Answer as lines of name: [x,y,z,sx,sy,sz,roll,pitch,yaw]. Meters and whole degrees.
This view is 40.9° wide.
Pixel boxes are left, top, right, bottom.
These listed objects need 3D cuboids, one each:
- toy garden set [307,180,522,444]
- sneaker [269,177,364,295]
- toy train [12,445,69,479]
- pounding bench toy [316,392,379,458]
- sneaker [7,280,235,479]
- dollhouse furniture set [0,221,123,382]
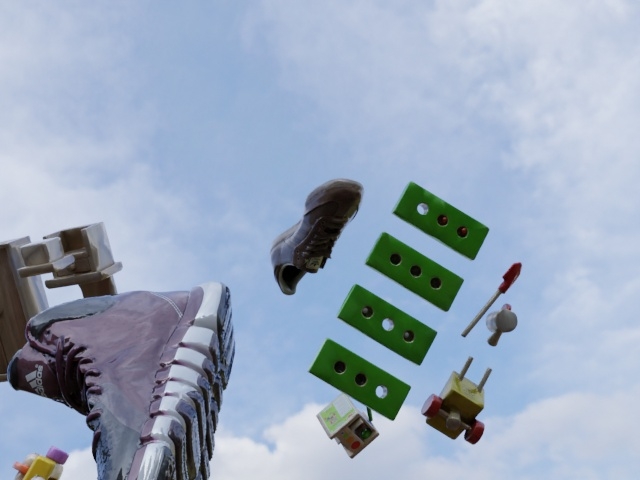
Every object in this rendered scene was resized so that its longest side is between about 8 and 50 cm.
toy garden set: [0.126,0.091,0.970,0.203,0.244,0.049,31,-14,-5]
sneaker: [0.000,0.000,1.020,0.066,0.071,0.188,7,-33,-27]
toy train: [-0.274,0.244,0.750,0.046,0.125,0.166,26,-46,3]
pounding bench toy: [0.051,0.245,1.174,0.083,0.052,0.065,-41,-56,0]
sneaker: [-0.159,0.126,0.617,0.162,0.281,0.107,2,-63,3]
dollhouse furniture set: [-0.417,0.119,0.919,0.303,0.355,0.174,-10,-80,16]
